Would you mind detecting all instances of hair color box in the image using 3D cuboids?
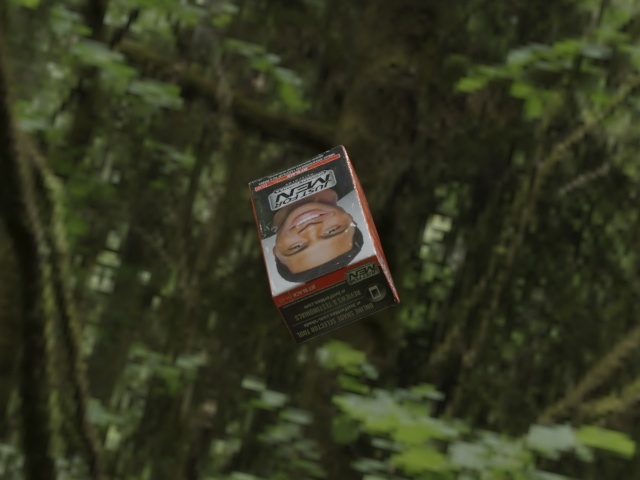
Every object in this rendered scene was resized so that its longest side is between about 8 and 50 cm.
[{"bbox_3d":[0.000,0.000,1.116,0.072,0.141,0.043,-23,-57,4],"label":"hair color box"}]
